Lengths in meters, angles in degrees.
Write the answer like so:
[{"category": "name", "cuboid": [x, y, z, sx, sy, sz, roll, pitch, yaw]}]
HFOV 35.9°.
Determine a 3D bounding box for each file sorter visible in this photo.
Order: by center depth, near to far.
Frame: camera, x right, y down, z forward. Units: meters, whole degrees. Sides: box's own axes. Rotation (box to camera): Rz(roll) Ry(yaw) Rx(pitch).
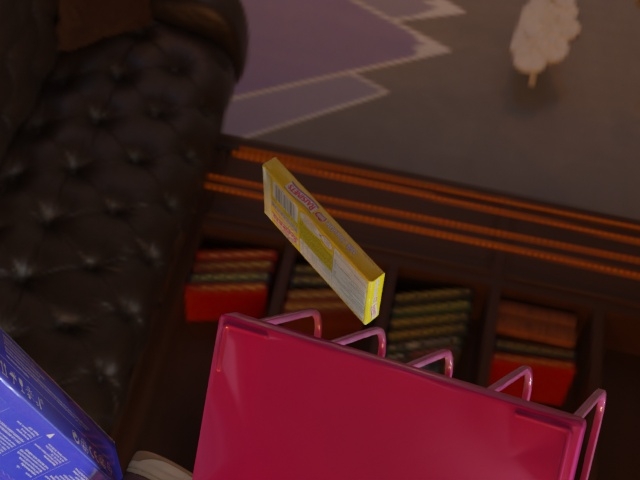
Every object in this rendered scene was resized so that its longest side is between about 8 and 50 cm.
[{"category": "file sorter", "cuboid": [0.068, 0.184, 0.817, 0.182, 0.290, 0.202, -7, 110, -64]}]

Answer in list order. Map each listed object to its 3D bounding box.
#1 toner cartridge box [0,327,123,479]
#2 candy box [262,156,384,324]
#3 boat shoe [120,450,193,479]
[{"category": "toner cartridge box", "cuboid": [-0.337, 0.193, 0.974, 0.348, 0.165, 0.075, 69, -2, -53]}, {"category": "candy box", "cuboid": [0.000, 0.000, 1.181, 0.027, 0.206, 0.105, -34, 155, -18]}, {"category": "boat shoe", "cuboid": [-0.098, 0.333, 1.053, 0.092, 0.285, 0.103, -57, 177, -22]}]
